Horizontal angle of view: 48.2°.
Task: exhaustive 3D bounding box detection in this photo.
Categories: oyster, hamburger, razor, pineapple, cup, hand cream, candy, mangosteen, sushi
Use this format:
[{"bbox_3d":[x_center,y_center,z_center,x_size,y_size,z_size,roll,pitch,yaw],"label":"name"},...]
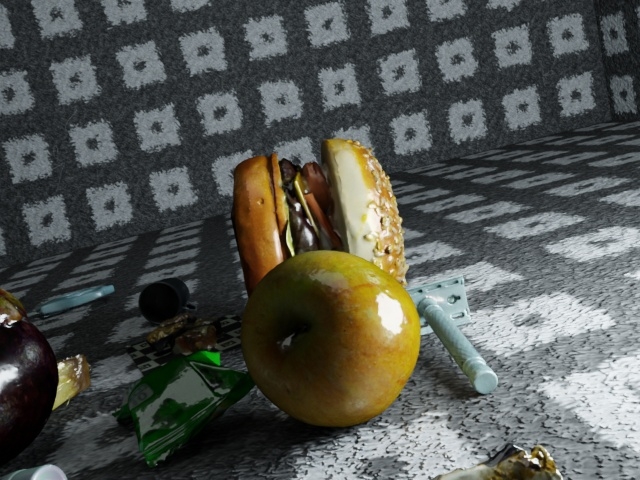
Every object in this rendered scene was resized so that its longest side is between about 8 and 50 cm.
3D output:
[{"bbox_3d":[0.105,0.178,0.447,0.148,0.051,0.103,-29,26,-26],"label":"oyster"},{"bbox_3d":[0.000,0.000,0.999,0.225,0.290,0.291,-9,9,-2],"label":"hamburger"},{"bbox_3d":[0.145,0.111,0.801,0.106,0.068,0.232,-14,16,-2],"label":"razor"},{"bbox_3d":[-0.369,0.187,0.971,0.116,0.069,0.137,-17,9,-16],"label":"pineapple"},{"bbox_3d":[-0.270,0.111,1.300,0.100,0.078,0.077,22,9,4],"label":"cup"},{"bbox_3d":[-0.313,0.245,0.662,0.174,0.047,0.076,-18,8,21],"label":"hand cream"},{"bbox_3d":[-0.154,0.166,0.795,0.141,0.078,0.203,-17,5,-24],"label":"candy"},{"bbox_3d":[-0.403,0.134,0.780,0.212,0.249,0.211,-2,29,1],"label":"mangosteen"},{"bbox_3d":[-0.204,0.140,1.106,0.193,0.040,0.210,-16,10,-18],"label":"sushi"}]

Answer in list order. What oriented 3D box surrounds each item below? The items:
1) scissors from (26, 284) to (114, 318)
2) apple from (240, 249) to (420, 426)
[{"bbox_3d":[-0.639,0.166,1.580,0.360,0.029,0.191,-22,9,-35],"label":"scissors"},{"bbox_3d":[0.012,0.095,0.704,0.183,0.182,0.155,-7,-18,32],"label":"apple"}]
